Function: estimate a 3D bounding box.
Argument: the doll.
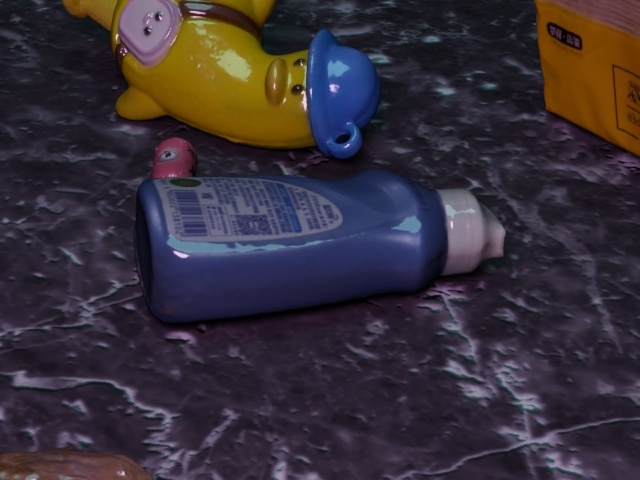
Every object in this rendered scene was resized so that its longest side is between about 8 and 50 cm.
[{"bbox_3d":[-0.096,-0.172,1.586,0.363,0.145,0.199,35,84,30],"label":"doll"}]

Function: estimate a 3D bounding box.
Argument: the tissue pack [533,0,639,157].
[{"bbox_3d":[0.407,-0.187,1.476,0.293,0.228,0.382,-26,34,-21],"label":"tissue pack"}]

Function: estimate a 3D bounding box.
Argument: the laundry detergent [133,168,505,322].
[{"bbox_3d":[0.000,0.000,1.340,0.289,0.094,0.143,-2,26,-12],"label":"laundry detergent"}]

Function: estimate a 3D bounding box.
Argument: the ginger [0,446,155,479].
[{"bbox_3d":[-0.219,0.195,1.004,0.290,0.084,0.122,-30,21,-37],"label":"ginger"}]

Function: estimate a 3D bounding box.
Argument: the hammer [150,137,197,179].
[{"bbox_3d":[-0.129,-0.059,1.467,0.043,0.043,0.083,2,33,0],"label":"hammer"}]
